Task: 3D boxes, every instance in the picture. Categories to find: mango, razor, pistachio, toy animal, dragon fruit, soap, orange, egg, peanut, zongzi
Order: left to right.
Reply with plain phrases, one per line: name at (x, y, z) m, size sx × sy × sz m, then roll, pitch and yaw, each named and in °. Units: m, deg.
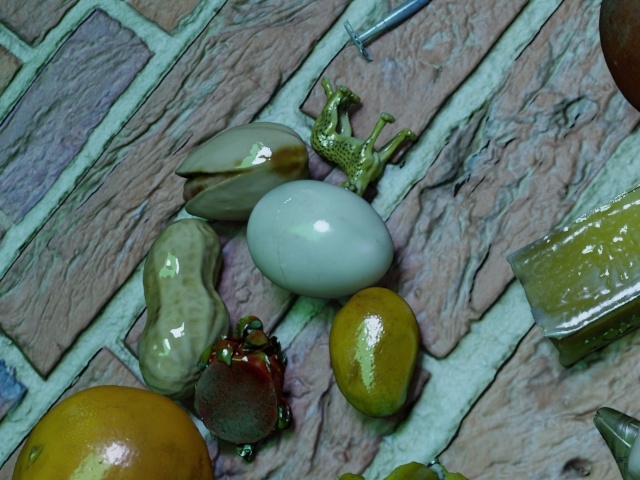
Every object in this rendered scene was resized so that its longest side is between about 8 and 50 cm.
orange at (-0.259, 0.307, 1.569) m, size 0.261 × 0.261 × 0.261 m, roll -15°, pitch 57°, yaw 24°
peanut at (-0.184, 0.085, 1.726) m, size 0.125 × 0.111 × 0.275 m, roll -14°, pitch 58°, yaw 20°
pistachio at (-0.106, -0.092, 1.759) m, size 0.215 × 0.144 × 0.144 m, roll -17°, pitch 56°, yaw 29°
dragon fruit at (-0.089, 0.177, 1.623) m, size 0.138 × 0.142 × 0.175 m, roll 21°, pitch 49°, yaw -2°
egg at (0.000, 0.000, 1.634) m, size 0.209 × 0.151 × 0.151 m, roll 14°, pitch 72°, yaw 36°
toy animal at (0.030, -0.135, 1.746) m, size 0.181 × 0.073 × 0.136 m, roll 39°, pitch 95°, yaw 36°
mango at (0.064, 0.137, 1.563) m, size 0.115 × 0.089 × 0.165 m, roll 5°, pitch 70°, yaw 23°
razor at (0.106, -0.321, 1.830) m, size 0.135 × 0.040 × 0.068 m, roll -31°, pitch 53°, yaw 5°
zongzi at (0.325, 0.231, 1.385) m, size 0.076 × 0.040 × 0.083 m, roll 22°, pitch 95°, yaw 45°
soap at (0.343, 0.028, 1.457) m, size 0.233 × 0.076 × 0.135 m, roll -32°, pitch 51°, yaw 14°

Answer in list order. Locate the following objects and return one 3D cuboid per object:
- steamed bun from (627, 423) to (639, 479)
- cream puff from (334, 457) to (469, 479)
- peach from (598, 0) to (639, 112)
steamed bun at (0.429, 0.203, 1.248) m, size 0.241 × 0.164 × 0.146 m, roll 12°, pitch 70°, yaw 37°
cream puff at (0.059, 0.335, 1.397) m, size 0.221 × 0.194 × 0.195 m, roll -21°, pitch 55°, yaw 24°
peach at (0.443, -0.254, 1.457) m, size 0.252 × 0.252 × 0.252 m, roll -15°, pitch 57°, yaw 24°
